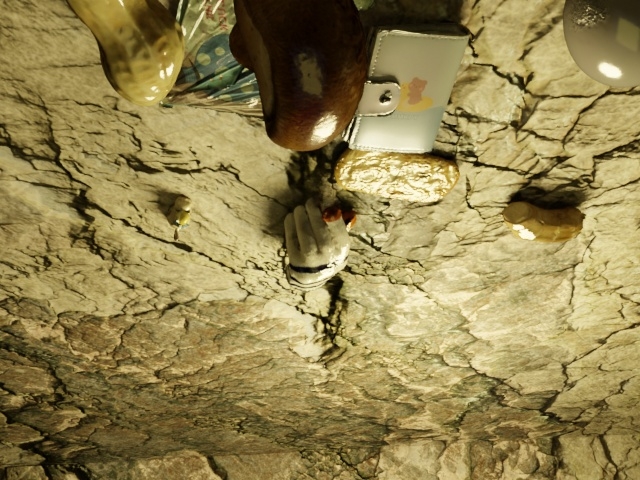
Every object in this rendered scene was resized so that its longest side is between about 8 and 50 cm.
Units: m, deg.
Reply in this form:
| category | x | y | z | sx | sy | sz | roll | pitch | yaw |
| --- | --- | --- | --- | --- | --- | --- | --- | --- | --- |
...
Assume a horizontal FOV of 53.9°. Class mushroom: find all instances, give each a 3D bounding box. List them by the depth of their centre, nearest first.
| category | x | y | z | sx | sy | sz | roll | pitch | yaw |
| --- | --- | --- | --- | --- | --- | --- | --- | --- | --- |
| mushroom | -0.029 | -0.237 | 0.767 | 0.153 | 0.253 | 0.253 | -18 | 146 | -7 |

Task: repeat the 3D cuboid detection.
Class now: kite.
| category | x | y | z | sx | sy | sz | roll | pitch | yaw |
| --- | --- | --- | --- | --- | --- | --- | --- | --- | --- |
| kite | -0.087 | -0.272 | 0.924 | 0.368 | 0.014 | 0.406 | -21 | 142 | 19 |

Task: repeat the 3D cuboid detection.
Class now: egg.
| category | x | y | z | sx | sy | sz | roll | pitch | yaw |
| --- | --- | --- | --- | --- | --- | --- | --- | --- | --- |
| egg | 0.408 | -0.294 | 0.852 | 0.146 | 0.146 | 0.198 | -24 | 135 | 24 |

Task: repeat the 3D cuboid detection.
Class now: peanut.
| category | x | y | z | sx | sy | sz | roll | pitch | yaw |
| --- | --- | --- | --- | --- | --- | --- | --- | --- | --- |
| peanut | -0.244 | -0.280 | 0.791 | 0.125 | 0.111 | 0.274 | 21 | 154 | 22 |

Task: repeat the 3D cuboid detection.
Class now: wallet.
| category | x | y | z | sx | sy | sz | roll | pitch | yaw |
| --- | --- | --- | --- | --- | --- | --- | --- | --- | --- |
| wallet | 0.124 | -0.233 | 0.969 | 0.170 | 0.069 | 0.231 | -2 | 139 | -14 |

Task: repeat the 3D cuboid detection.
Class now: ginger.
| category | x | y | z | sx | sy | sz | roll | pitch | yaw |
| --- | --- | --- | --- | --- | --- | --- | --- | --- | --- |
| ginger | 0.456 | -0.037 | 1.296 | 0.190 | 0.069 | 0.095 | 2 | 122 | -10 |

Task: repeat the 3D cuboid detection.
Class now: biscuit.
| category | x | y | z | sx | sy | sz | roll | pitch | yaw |
| --- | --- | --- | --- | --- | --- | --- | --- | --- | --- |
| biscuit | 0.142 | -0.121 | 1.160 | 0.247 | 0.029 | 0.118 | 8 | 142 | -20 |

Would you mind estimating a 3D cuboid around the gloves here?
| category | x | y | z | sx | sy | sz | roll | pitch | yaw |
| --- | --- | --- | --- | --- | --- | --- | --- | --- | --- |
| gloves | -0.002 | 0.013 | 1.250 | 0.140 | 0.131 | 0.219 | 2 | 154 | -16 |

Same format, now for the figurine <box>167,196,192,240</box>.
| category | x | y | z | sx | sy | sz | roll | pitch | yaw |
| --- | --- | --- | --- | --- | --- | --- | --- | --- | --- |
| figurine | -0.265 | -0.041 | 1.195 | 0.047 | 0.050 | 0.083 | 1 | 145 | -20 |
